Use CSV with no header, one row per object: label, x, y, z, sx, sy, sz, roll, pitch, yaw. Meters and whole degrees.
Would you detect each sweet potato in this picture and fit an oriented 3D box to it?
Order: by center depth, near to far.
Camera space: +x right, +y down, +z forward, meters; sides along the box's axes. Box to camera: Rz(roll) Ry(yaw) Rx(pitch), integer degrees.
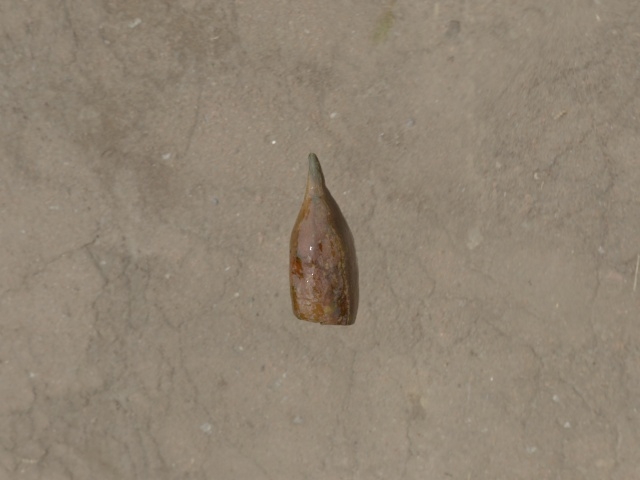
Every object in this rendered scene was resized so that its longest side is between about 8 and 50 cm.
sweet potato,0.000,0.000,0.419,0.049,0.049,0.117,-2,99,22
